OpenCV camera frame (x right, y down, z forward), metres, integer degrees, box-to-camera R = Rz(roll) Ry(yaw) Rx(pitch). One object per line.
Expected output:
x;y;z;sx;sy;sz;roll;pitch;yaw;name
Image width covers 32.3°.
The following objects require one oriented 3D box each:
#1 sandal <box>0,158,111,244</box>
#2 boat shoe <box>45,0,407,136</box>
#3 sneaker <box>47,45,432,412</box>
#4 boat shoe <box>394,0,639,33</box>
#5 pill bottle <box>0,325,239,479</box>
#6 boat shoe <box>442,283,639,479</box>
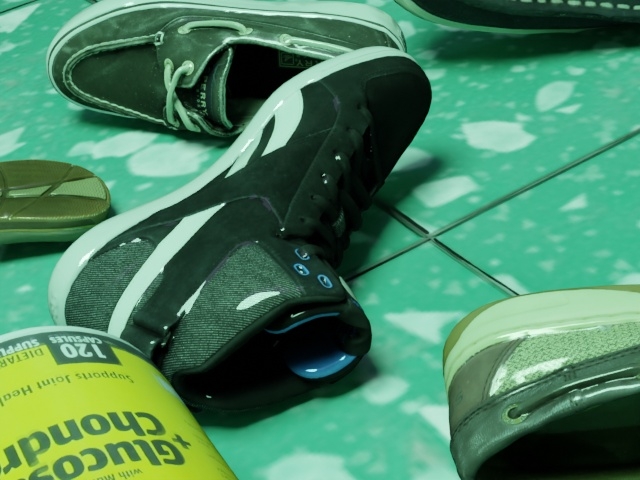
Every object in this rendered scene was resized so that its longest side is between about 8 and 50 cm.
-0.202;-0.013;0.588;0.180;0.049;0.072;4;40;-3;sandal
-0.061;-0.099;0.639;0.219;0.078;0.070;-1;34;12;boat shoe
0.000;0.000;0.487;0.217;0.079;0.121;-39;45;-22;sneaker
0.272;-0.205;0.607;0.500;0.187;0.156;-6;28;-2;boat shoe
-0.057;0.109;0.311;0.103;0.103;0.184;-25;36;-19;pill bottle
0.150;0.052;0.363;0.223;0.080;0.073;-8;39;15;boat shoe
